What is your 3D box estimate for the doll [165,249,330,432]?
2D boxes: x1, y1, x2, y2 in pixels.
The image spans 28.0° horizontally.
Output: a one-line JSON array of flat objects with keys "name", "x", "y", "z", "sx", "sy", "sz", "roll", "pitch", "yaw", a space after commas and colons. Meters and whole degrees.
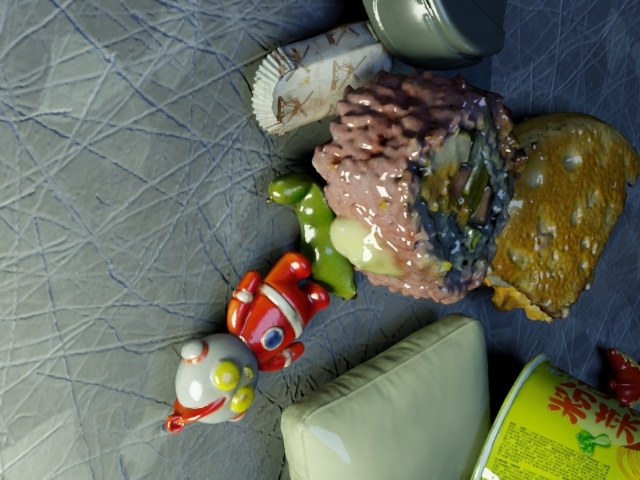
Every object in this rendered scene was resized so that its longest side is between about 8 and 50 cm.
[{"name": "doll", "x": -0.087, "y": 0.121, "z": 1.427, "sx": 0.245, "sy": 0.076, "sz": 0.142, "roll": -48, "pitch": 129, "yaw": -25}]

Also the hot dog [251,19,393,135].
[{"name": "hot dog", "x": 0.004, "y": -0.183, "z": 1.421, "sx": 0.191, "sy": 0.059, "sz": 0.108, "roll": -24, "pitch": 127, "yaw": -36}]

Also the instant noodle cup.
[{"name": "instant noodle cup", "x": 0.342, "y": 0.327, "z": 1.706, "sx": 0.311, "sy": 0.221, "sz": 0.311, "roll": -51, "pitch": 154, "yaw": -38}]

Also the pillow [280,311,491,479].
[{"name": "pillow", "x": 0.090, "y": 0.254, "z": 1.594, "sx": 0.322, "sy": 0.120, "sz": 0.255, "roll": -24, "pitch": 119, "yaw": -35}]

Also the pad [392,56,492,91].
[{"name": "pad", "x": 0.127, "y": -0.192, "z": 1.567, "sx": 0.243, "sy": 0.004, "sz": 0.163, "roll": -15, "pitch": 113, "yaw": -39}]

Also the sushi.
[{"name": "sushi", "x": 0.101, "y": -0.060, "z": 1.431, "sx": 0.236, "sy": 0.171, "sz": 0.270, "roll": -58, "pitch": 148, "yaw": -19}]

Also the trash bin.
[{"name": "trash bin", "x": 0.139, "y": -0.310, "z": 1.439, "sx": 0.177, "sy": 0.101, "sz": 0.236, "roll": 33, "pitch": 62, "yaw": -42}]

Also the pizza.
[{"name": "pizza", "x": 0.288, "y": -0.034, "z": 1.686, "sx": 0.409, "sy": 0.114, "sz": 0.277, "roll": -28, "pitch": 120, "yaw": -32}]

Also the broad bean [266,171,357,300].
[{"name": "broad bean", "x": 0.000, "y": 0.000, "z": 1.482, "sx": 0.070, "sy": 0.048, "sz": 0.213, "roll": -48, "pitch": 129, "yaw": -21}]

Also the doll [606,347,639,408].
[{"name": "doll", "x": 0.482, "y": 0.221, "z": 1.987, "sx": 0.169, "sy": 0.057, "sz": 0.109, "roll": 7, "pitch": 84, "yaw": -57}]
